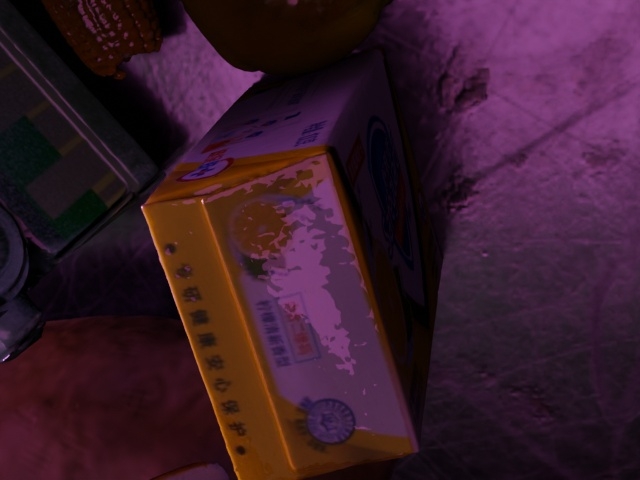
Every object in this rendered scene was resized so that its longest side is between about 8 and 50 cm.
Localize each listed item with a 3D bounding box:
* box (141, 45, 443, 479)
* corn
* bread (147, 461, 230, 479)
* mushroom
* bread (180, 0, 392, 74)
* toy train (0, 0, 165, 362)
[{"bbox_3d":[0.000,0.000,0.665,0.097,0.265,0.168,-13,106,13],"label":"box"},{"bbox_3d":[-0.167,-0.199,0.724,0.068,0.068,0.207,-25,104,18],"label":"corn"},{"bbox_3d":[-0.103,0.164,0.659,0.109,0.062,0.043,-29,78,2],"label":"bread"},{"bbox_3d":[-0.175,0.167,0.784,0.397,0.224,0.314,27,115,0],"label":"mushroom"},{"bbox_3d":[-0.084,-0.270,0.657,0.166,0.112,0.384,-31,102,20],"label":"bread"},{"bbox_3d":[-0.256,-0.071,0.721,0.301,0.202,0.120,49,134,-10],"label":"toy train"}]
